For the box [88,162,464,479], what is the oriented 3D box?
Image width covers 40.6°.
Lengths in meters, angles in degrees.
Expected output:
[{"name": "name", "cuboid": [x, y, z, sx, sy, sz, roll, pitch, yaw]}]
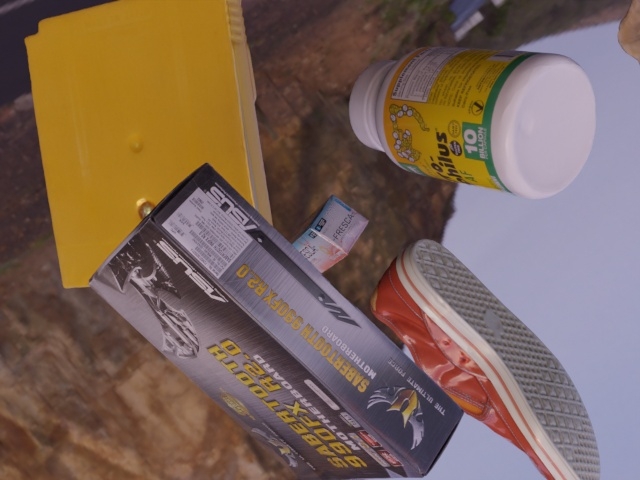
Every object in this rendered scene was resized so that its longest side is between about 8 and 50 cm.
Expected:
[{"name": "box", "cuboid": [-0.041, 0.070, 0.593, 0.056, 0.231, 0.183, -50, -170, -29]}]

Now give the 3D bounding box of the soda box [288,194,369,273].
[{"name": "soda box", "cuboid": [0.000, 0.000, 1.177, 0.058, 0.063, 0.183, -57, -174, -21]}]

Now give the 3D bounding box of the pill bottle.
[{"name": "pill bottle", "cuboid": [0.123, -0.110, 0.760, 0.117, 0.117, 0.208, -41, -146, -23]}]

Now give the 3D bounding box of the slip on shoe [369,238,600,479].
[{"name": "slip on shoe", "cuboid": [0.181, 0.147, 0.938, 0.101, 0.331, 0.123, -42, -178, 37]}]

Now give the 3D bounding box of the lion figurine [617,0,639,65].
[{"name": "lion figurine", "cuboid": [0.106, -0.201, 0.383, 0.142, 0.240, 0.392, 0, -159, -27]}]

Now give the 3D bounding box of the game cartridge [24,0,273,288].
[{"name": "game cartridge", "cuboid": [-0.198, -0.113, 0.997, 0.285, 0.323, 0.053, -5, -176, 25]}]
